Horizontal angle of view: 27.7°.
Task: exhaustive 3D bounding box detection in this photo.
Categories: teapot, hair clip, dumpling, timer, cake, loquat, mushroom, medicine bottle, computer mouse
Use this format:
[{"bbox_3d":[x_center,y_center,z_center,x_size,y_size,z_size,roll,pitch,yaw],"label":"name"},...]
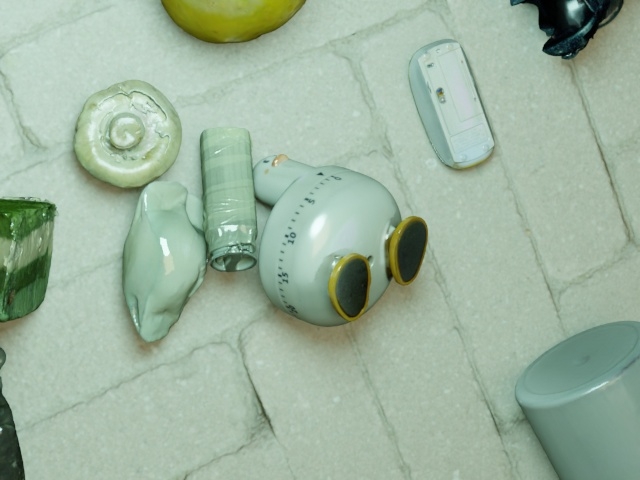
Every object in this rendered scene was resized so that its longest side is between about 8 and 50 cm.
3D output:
[{"bbox_3d":[-0.132,-0.050,1.838,0.077,0.107,0.200,-1,65,-10],"label":"teapot"},{"bbox_3d":[0.414,-0.415,1.958,0.310,0.206,0.194,-38,99,-8],"label":"hair clip"},{"bbox_3d":[-0.210,0.030,1.838,0.151,0.124,0.228,4,98,-54],"label":"dumpling"},{"bbox_3d":[0.000,0.000,1.873,0.233,0.240,0.233,-26,127,-41],"label":"timer"},{"bbox_3d":[-0.391,0.023,1.692,0.172,0.284,0.157,0,94,-35],"label":"cake"},{"bbox_3d":[-0.116,-0.376,1.773,0.244,0.244,0.243,-1,94,-18],"label":"loquat"},{"bbox_3d":[-0.266,-0.148,1.794,0.154,0.122,0.154,1,87,-11],"label":"mushroom"},{"bbox_3d":[0.452,0.277,2.002,0.238,0.238,0.231,-32,101,-14],"label":"medicine bottle"},{"bbox_3d":[0.201,-0.208,1.983,0.102,0.045,0.199,-25,102,-14],"label":"computer mouse"}]

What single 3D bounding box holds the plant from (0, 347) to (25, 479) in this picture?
[{"bbox_3d":[-0.489,0.264,1.714,0.199,0.188,0.276,-15,99,-18],"label":"plant"}]
